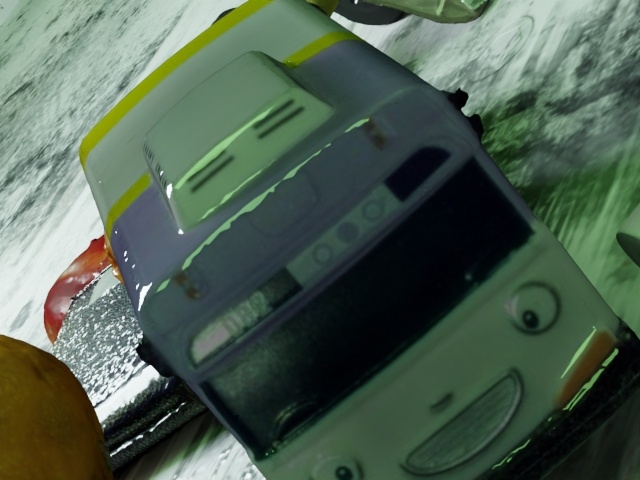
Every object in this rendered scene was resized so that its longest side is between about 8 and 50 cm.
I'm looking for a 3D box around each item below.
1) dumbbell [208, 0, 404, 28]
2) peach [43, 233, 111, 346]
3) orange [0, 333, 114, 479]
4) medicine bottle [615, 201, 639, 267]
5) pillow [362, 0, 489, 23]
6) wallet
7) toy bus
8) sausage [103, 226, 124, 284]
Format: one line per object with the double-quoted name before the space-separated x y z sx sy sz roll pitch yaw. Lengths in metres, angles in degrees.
"dumbbell" -0.009 -0.210 1.711 0.143 0.143 0.325 -13 39 57
"peach" -0.210 0.032 1.774 0.189 0.068 0.279 -53 20 -21
"orange" -0.261 0.189 1.289 0.261 0.261 0.261 -40 21 18
"medicine bottle" 0.265 -0.080 0.973 0.260 0.095 0.095 -48 20 -6
"pillow" 0.047 -0.257 1.631 0.038 0.233 0.130 85 -164 -58
"wallet" -0.156 0.091 1.522 0.221 0.071 0.262 -39 29 31
"toy bus" 0.000 0.000 1.090 0.209 0.249 0.440 -38 19 1
"sausage" -0.047 -0.046 1.405 0.268 0.153 0.141 -31 48 -26
